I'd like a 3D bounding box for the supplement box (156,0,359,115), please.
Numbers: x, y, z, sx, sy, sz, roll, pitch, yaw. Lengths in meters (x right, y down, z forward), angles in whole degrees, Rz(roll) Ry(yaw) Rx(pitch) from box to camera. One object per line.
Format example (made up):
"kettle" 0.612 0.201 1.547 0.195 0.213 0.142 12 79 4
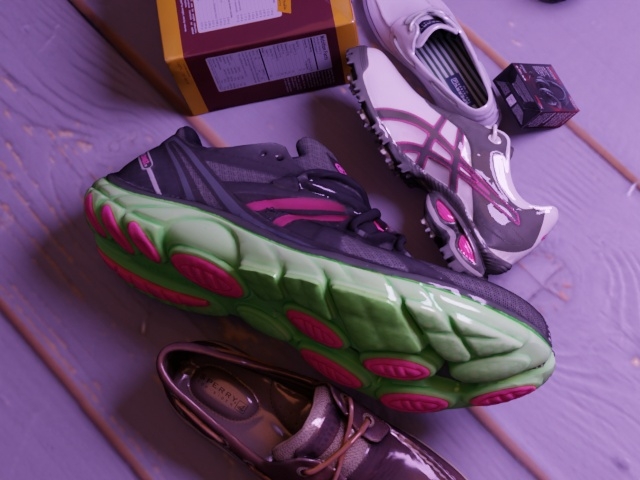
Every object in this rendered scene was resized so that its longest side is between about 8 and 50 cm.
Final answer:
"supplement box" -0.068 -0.262 1.138 0.194 0.129 0.191 -11 71 2

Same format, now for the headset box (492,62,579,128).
"headset box" 0.224 -0.149 1.104 0.083 0.032 0.062 -7 64 -45

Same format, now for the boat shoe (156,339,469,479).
"boat shoe" -0.006 0.189 0.990 0.342 0.123 0.123 31 78 14

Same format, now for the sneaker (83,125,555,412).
"sneaker" 0.000 0.000 0.998 0.482 0.185 0.202 23 59 23

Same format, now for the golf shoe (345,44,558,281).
"golf shoe" 0.123 -0.091 1.071 0.120 0.105 0.273 -32 82 7

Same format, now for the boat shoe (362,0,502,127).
"boat shoe" 0.121 -0.211 1.131 0.083 0.076 0.226 -35 72 -6
